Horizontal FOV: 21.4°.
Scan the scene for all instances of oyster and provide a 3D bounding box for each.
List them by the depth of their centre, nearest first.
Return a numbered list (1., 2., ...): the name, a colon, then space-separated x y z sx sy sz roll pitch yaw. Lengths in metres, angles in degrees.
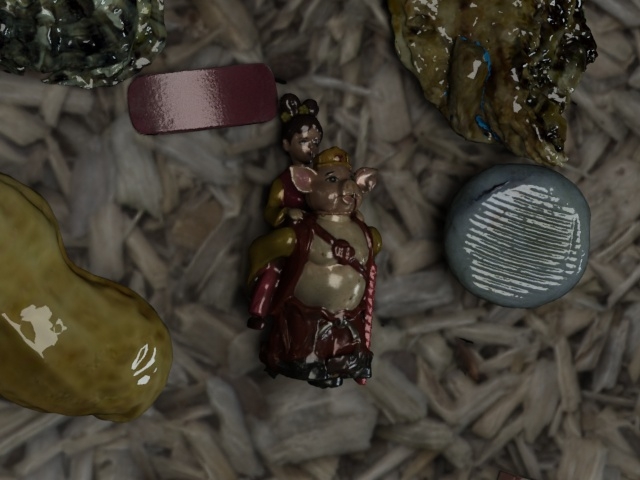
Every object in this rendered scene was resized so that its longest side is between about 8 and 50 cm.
1. oyster: -0.236 -0.234 1.394 0.199 0.087 0.252 -24 114 -19
2. oyster: 0.161 -0.195 1.540 0.223 0.083 0.214 24 75 -15

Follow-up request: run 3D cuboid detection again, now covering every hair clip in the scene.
1. hair clip: -0.099 -0.123 1.476 0.137 0.022 0.054 -8 94 -21

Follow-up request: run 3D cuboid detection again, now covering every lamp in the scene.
1. lamp: 0.000 0.000 1.478 0.118 0.118 0.253 3 94 -22

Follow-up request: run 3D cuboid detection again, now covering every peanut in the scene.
1. peanut: -0.248 0.042 1.369 0.147 0.147 0.305 -47 110 -12

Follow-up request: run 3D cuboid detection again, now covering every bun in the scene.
1. bun: 0.179 -0.007 1.560 0.140 0.083 0.141 -1 107 -4

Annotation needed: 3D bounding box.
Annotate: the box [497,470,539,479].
1. box: 0.221 0.279 1.623 0.125 0.043 0.089 20 86 -22
